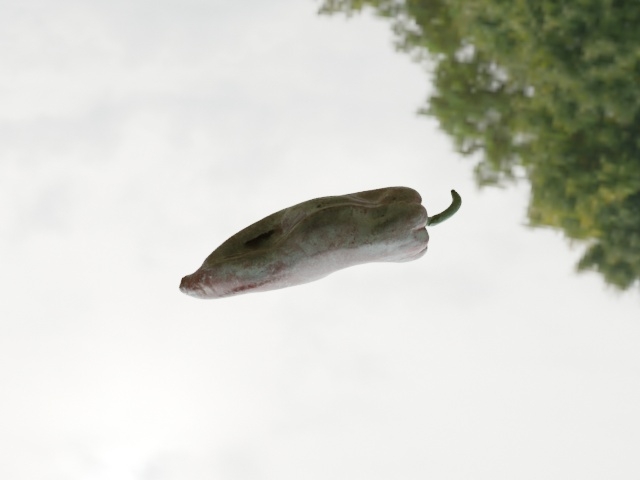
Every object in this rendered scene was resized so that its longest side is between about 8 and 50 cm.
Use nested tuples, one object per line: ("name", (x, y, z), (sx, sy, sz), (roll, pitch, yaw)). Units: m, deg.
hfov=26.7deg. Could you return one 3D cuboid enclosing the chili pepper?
("chili pepper", (0.000, -0.001, 0.688), (0.153, 0.041, 0.050), (-11, -173, -2))
